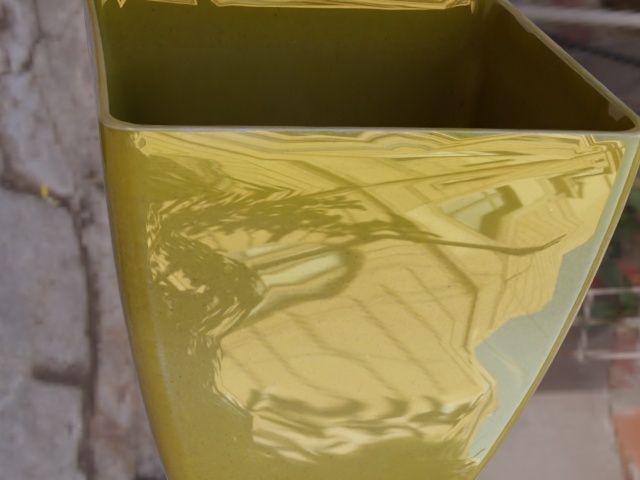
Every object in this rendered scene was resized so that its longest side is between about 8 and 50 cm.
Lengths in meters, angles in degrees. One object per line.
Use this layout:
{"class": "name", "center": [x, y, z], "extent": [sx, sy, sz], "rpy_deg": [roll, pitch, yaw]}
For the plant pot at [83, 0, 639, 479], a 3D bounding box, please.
{"class": "plant pot", "center": [0.000, 0.000, 0.644], "extent": [0.212, 0.212, 0.187], "rpy_deg": [-114, -154, -63]}
